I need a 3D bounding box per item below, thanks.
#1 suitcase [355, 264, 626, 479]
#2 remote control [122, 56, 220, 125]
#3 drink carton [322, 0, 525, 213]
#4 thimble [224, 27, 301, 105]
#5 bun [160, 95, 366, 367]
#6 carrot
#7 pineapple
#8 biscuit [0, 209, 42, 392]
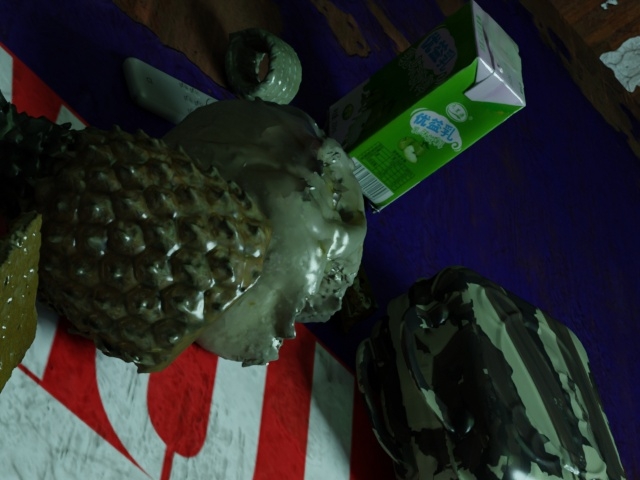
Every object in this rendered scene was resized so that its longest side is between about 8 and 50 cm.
[{"bbox_3d":[0.176,0.205,1.935,0.339,0.194,0.351,29,34,-34],"label":"suitcase"},{"bbox_3d":[-0.134,-0.149,1.997,0.261,0.029,0.067,24,39,-50],"label":"remote control"},{"bbox_3d":[0.135,-0.175,2.234,0.108,0.271,0.161,42,28,-27],"label":"drink carton"},{"bbox_3d":[-0.075,-0.219,2.131,0.062,0.084,0.110,27,24,-50],"label":"thimble"},{"bbox_3d":[-0.059,-0.028,1.771,0.281,0.205,0.281,41,26,-26],"label":"bun"},{"bbox_3d":[0.001,-0.001,2.022,0.069,0.069,0.228,0,61,-62],"label":"carrot"},{"bbox_3d":[-0.220,-0.042,1.531,0.362,0.202,0.202,39,27,-10],"label":"pineapple"},{"bbox_3d":[-0.272,0.080,1.364,0.026,0.131,0.237,9,28,6],"label":"biscuit"}]
